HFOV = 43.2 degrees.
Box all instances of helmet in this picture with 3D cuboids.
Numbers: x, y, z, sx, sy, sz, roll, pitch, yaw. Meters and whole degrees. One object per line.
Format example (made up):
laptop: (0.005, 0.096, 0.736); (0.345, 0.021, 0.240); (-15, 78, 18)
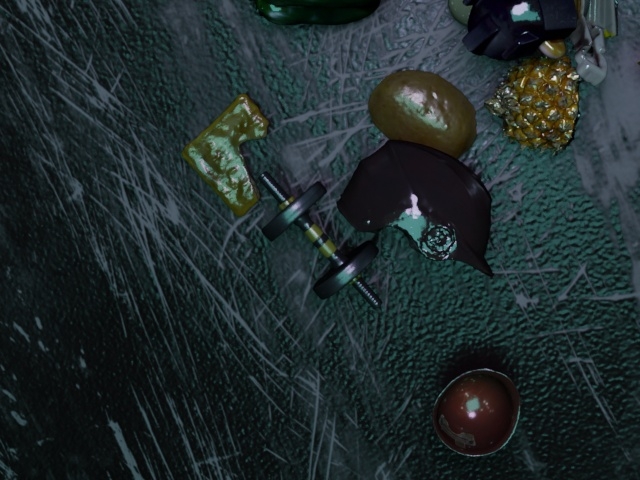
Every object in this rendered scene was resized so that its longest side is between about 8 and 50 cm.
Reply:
helmet: (0.189, -0.068, 1.401); (0.305, 0.225, 0.177); (19, 95, 0)
helmet: (0.292, 0.305, 1.521); (0.155, 0.106, 0.175); (25, 104, 2)

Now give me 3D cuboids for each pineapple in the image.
pineapple: (0.339, -0.229, 1.348); (0.136, 0.162, 0.176); (-4, 147, -7)

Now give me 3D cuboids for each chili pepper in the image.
chili pepper: (-0.003, -0.476, 1.328); (0.256, 0.248, 0.233); (2, 94, -5)

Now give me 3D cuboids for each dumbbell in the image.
dumbbell: (0.000, 0.000, 1.485); (0.143, 0.143, 0.325); (-41, 93, 16)

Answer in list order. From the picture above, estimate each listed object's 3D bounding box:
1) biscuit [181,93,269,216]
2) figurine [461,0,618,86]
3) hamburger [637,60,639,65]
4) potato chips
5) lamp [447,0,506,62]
biscuit: (-0.153, -0.164, 1.529); (0.174, 0.039, 0.183); (45, 107, -1)
figurine: (0.336, -0.366, 1.254); (0.308, 0.308, 0.143); (18, 127, 6)
hamburger: (0.658, -0.276, 1.276); (0.243, 0.138, 0.261); (53, 135, -4)
potato chips: (0.186, -0.220, 1.451); (0.201, 0.049, 0.150); (39, 112, -6)
lamp: (0.285, -0.376, 1.383); (0.091, 0.091, 0.163); (-31, 109, 15)
